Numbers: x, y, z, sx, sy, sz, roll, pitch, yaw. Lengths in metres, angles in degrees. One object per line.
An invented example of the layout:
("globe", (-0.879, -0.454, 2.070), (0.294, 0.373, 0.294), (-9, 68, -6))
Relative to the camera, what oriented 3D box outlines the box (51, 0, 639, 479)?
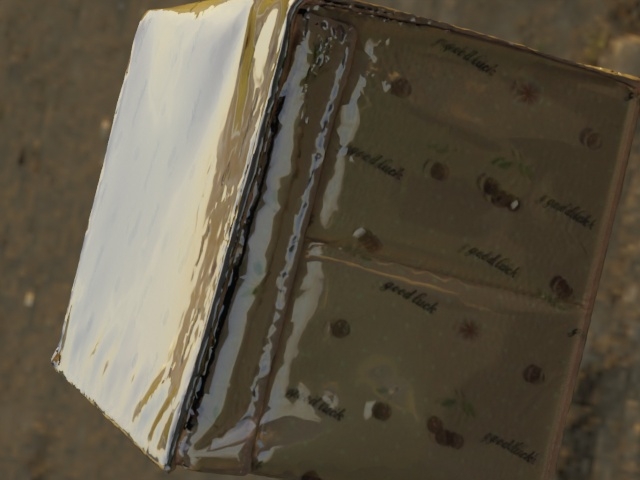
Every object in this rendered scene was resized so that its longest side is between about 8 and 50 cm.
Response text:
("box", (0.000, 0.000, 0.952), (0.297, 0.190, 0.225), (-163, 87, -70))
